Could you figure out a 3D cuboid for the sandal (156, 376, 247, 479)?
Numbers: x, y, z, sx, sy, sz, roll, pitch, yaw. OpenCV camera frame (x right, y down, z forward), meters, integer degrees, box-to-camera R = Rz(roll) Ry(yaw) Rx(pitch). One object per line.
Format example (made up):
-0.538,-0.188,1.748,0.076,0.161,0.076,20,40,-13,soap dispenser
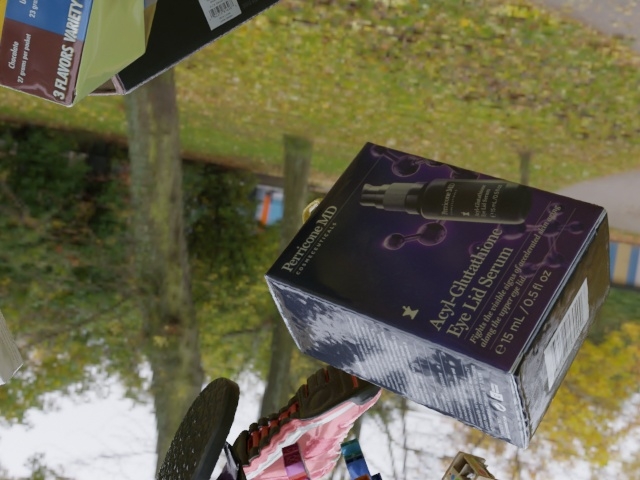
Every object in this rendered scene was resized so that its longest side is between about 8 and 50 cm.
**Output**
-0.178,0.405,1.245,0.107,0.445,0.168,23,164,-22,sandal

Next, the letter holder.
-0.244,-0.332,1.295,0.215,0.152,0.302,6,-143,47,letter holder

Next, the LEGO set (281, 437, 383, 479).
0.028,0.264,0.863,0.087,0.093,0.227,-20,-167,-2,LEGO set

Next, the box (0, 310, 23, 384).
-0.432,0.146,0.831,0.324,0.067,0.063,-20,-171,1,box

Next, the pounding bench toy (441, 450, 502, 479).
0.230,0.348,1.333,0.083,0.052,0.065,22,-166,-31,pounding bench toy

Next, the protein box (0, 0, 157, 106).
-0.228,-0.208,0.658,0.201,0.135,0.200,17,-158,-2,protein box

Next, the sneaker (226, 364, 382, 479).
-0.005,0.319,1.555,0.136,0.314,0.116,45,-160,-23,sneaker

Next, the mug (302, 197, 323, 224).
0.002,0.004,1.000,0.062,0.078,0.064,33,145,-17,mug

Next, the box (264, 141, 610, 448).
0.090,0.034,0.700,0.207,0.153,0.108,19,149,30,box
